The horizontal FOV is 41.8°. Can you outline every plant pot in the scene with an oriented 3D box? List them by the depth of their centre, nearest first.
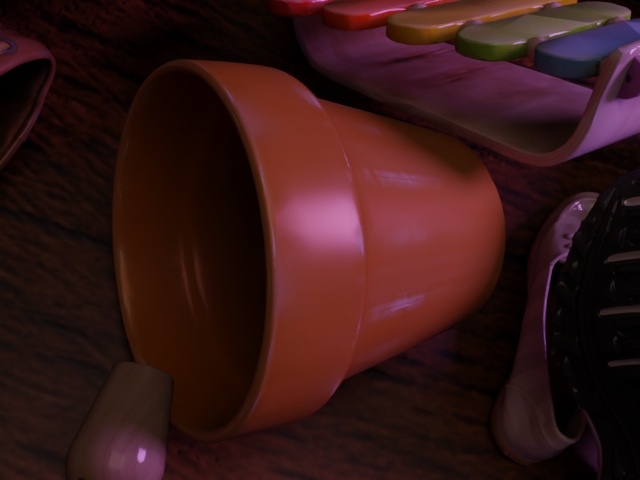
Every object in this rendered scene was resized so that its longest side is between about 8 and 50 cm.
[{"bbox_3d":[0.000,0.000,0.501,0.188,0.205,0.205,-5,68,-33],"label":"plant pot"}]

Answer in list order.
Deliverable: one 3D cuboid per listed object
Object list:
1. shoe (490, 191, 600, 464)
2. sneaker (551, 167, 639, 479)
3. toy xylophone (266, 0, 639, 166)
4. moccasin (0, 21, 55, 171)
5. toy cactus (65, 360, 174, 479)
[{"bbox_3d":[0.180,0.053,0.590,0.077,0.058,0.219,25,64,-4],"label":"shoe"},{"bbox_3d":[0.208,0.084,0.518,0.108,0.100,0.271,-38,121,-57],"label":"sneaker"},{"bbox_3d":[0.127,-0.144,0.579,0.236,0.081,0.323,-26,38,-37],"label":"toy xylophone"},{"bbox_3d":[-0.261,0.024,0.453,0.147,0.139,0.380,17,55,2],"label":"moccasin"},{"bbox_3d":[-0.105,0.154,0.416,0.112,0.219,0.180,39,55,-42],"label":"toy cactus"}]
